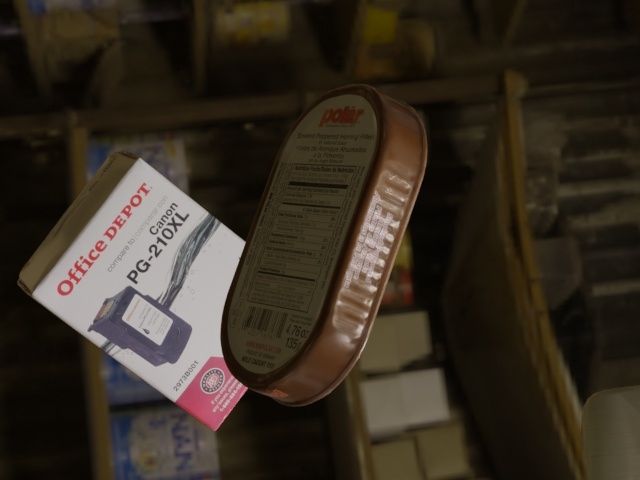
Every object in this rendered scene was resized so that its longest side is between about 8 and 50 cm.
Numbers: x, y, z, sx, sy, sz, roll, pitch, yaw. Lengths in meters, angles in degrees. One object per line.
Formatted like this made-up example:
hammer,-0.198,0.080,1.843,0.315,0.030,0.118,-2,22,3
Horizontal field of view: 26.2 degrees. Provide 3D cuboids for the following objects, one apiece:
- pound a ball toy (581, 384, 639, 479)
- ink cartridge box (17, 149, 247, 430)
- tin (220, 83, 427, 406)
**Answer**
pound a ball toy,0.178,0.193,0.499,0.208,0.135,0.319,82,5,-49
ink cartridge box,-0.155,0.048,1.375,0.172,0.237,0.100,-53,-160,-6
tin,0.000,0.000,0.787,0.106,0.040,0.190,8,-104,50
